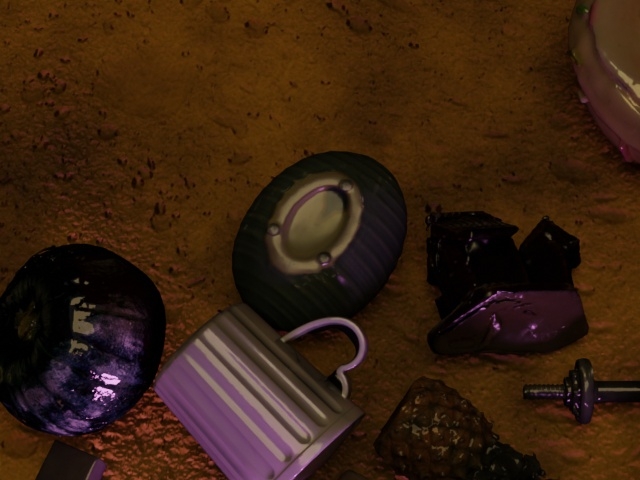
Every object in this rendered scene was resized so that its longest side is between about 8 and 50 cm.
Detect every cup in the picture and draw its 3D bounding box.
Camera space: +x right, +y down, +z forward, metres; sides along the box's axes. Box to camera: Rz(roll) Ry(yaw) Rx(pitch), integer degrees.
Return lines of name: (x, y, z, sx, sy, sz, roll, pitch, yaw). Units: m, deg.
cup: (-0.057, 0.174, 1.803, 0.202, 0.167, 0.221, 45, 65, 9)

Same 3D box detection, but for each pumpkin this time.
pumpkin: (-0.288, 0.114, 1.821, 0.233, 0.163, 0.233, -23, 55, 39)

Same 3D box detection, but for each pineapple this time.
pineapple: (0.188, 0.264, 1.803, 0.248, 0.128, 0.128, 32, 71, 7)

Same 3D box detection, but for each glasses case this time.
glasses case: (-0.320, 0.331, 1.819, 0.072, 0.042, 0.190, 18, 68, 16)

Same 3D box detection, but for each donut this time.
donut: (0.475, -0.221, 1.982, 0.307, 0.150, 0.371, -28, 69, -10)

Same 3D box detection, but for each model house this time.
model house: (0.223, 0.044, 1.906, 0.203, 0.141, 0.164, 5, 42, -19)

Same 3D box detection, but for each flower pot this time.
flower pot: (0.000, 0.000, 1.893, 0.189, 0.157, 0.243, 34, 77, 13)

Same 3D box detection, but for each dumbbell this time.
dumbbell: (0.368, 0.180, 1.850, 0.254, 0.081, 0.081, -1, 67, 2)

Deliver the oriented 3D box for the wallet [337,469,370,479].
wallet: (0.034, 0.353, 1.805, 0.118, 0.038, 0.152, 31, 69, 15)
